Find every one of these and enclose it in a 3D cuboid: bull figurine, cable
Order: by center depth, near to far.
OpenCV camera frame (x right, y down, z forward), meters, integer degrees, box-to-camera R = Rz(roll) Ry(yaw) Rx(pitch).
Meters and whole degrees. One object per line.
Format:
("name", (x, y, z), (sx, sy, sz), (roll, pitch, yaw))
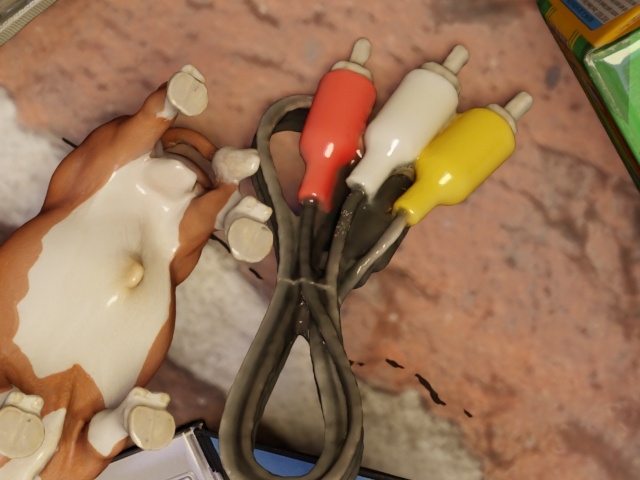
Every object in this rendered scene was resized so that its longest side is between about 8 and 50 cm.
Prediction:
("bull figurine", (-0.124, 0.058, 0.698), (0.101, 0.188, 0.310), (29, 64, -22))
("cable", (0.000, 0.000, 0.706), (0.140, 0.287, 0.072), (18, 138, 13))

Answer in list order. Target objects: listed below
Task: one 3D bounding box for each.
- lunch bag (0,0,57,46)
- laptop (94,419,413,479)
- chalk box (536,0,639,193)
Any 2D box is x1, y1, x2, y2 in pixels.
("lunch bag", (-0.231, -0.191, 0.674), (0.305, 0.212, 0.256), (-33, 99, 11))
("laptop", (-0.053, 0.322, 0.781), (0.408, 0.236, 0.381), (-22, 101, 8))
("chalk box", (0.258, -0.027, 0.704), (0.179, 0.180, 0.289), (-29, 104, 9))
